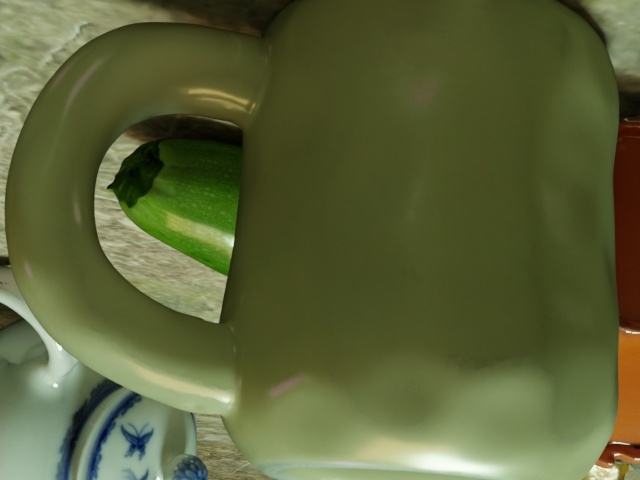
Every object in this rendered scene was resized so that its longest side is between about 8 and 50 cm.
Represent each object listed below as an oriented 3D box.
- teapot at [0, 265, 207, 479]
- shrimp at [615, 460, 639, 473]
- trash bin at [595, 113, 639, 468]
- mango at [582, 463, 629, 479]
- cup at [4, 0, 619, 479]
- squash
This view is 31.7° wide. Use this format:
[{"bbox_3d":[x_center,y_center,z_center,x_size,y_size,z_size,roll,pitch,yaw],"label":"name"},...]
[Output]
[{"bbox_3d":[-0.221,0.194,1.067,0.280,0.252,0.424,8,131,33],"label":"teapot"},{"bbox_3d":[0.314,0.171,1.020,0.446,0.110,0.221,29,159,-23],"label":"shrimp"},{"bbox_3d":[0.215,0.034,0.630,0.184,0.161,0.238,3,159,7],"label":"trash bin"},{"bbox_3d":[0.181,0.233,1.260,0.359,0.144,0.187,-20,124,40],"label":"mango"},{"bbox_3d":[0.015,-0.003,0.481,0.255,0.202,0.173,20,158,-38],"label":"cup"},{"bbox_3d":[0.008,0.003,0.703,0.292,0.082,0.082,19,158,-37],"label":"squash"}]
